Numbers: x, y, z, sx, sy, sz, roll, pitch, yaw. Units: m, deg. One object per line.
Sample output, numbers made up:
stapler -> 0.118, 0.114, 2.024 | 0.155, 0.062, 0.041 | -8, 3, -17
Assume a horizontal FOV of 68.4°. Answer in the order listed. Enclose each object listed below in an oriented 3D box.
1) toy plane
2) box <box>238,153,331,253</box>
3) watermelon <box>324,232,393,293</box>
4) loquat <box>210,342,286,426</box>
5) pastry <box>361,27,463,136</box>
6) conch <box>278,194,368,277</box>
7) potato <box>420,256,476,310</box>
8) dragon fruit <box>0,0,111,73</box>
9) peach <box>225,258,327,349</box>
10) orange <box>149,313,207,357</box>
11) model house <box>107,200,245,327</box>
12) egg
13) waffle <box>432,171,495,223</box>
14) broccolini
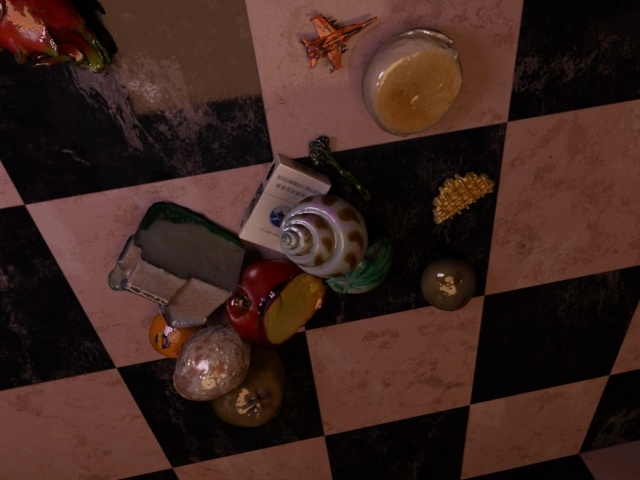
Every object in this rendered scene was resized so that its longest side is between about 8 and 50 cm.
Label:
toy plane -> 0.044, -0.478, 1.104 | 0.188, 0.062, 0.135 | -33, 125, -5
box -> -0.105, -0.096, 1.330 | 0.164, 0.069, 0.256 | 21, 118, -24
watermelon -> 0.139, 0.072, 1.418 | 0.231, 0.128, 0.146 | -39, 165, -29
loquat -> -0.235, 0.472, 1.571 | 0.275, 0.284, 0.276 | -5, 104, -21
pastry -> 0.223, -0.382, 1.153 | 0.264, 0.133, 0.265 | -6, 126, -8
conch -> 0.001, 0.000, 1.256 | 0.368, 0.197, 0.249 | 18, 123, -42
potato -> 0.425, 0.147, 1.559 | 0.177, 0.160, 0.235 | -8, 139, 19
dragon fruit -> -0.580, -0.424, 0.948 | 0.200, 0.198, 0.269 | -30, 140, -3
peach -> -0.138, 0.160, 1.414 | 0.361, 0.201, 0.258 | -14, 127, -54
orange -> -0.444, 0.283, 1.473 | 0.177, 0.155, 0.178 | -11, 124, -17
model house -> -0.412, 0.093, 1.311 | 0.298, 0.243, 0.284 | 29, 123, -23
egg -> -0.313, 0.357, 1.375 | 0.245, 0.203, 0.203 | -42, 130, -24
waffle -> 0.433, -0.129, 1.427 | 0.191, 0.046, 0.161 | -7, 124, -6
broccolini -> 0.060, -0.188, 1.310 | 0.254, 0.058, 0.071 | 42, 151, -28
